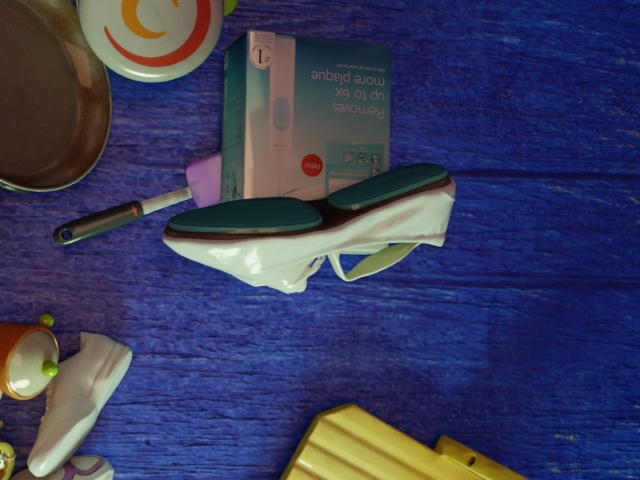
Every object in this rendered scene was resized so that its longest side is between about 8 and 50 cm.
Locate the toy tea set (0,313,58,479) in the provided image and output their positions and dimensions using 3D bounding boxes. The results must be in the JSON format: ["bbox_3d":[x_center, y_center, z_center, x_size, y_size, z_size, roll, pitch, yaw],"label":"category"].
[{"bbox_3d":[-0.418,0.244,1.233,0.124,0.200,0.336,12,99,26],"label":"toy tea set"}]

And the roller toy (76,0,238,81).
[{"bbox_3d":[-0.236,-0.322,1.356,0.209,0.146,0.191,24,104,-24],"label":"roller toy"}]

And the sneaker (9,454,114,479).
[{"bbox_3d":[-0.397,0.408,1.340,0.305,0.114,0.152,-37,119,-14],"label":"sneaker"}]

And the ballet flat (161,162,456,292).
[{"bbox_3d":[0.000,0.000,1.292,0.400,0.139,0.139,-13,90,-20],"label":"ballet flat"}]

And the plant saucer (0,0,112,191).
[{"bbox_3d":[-0.400,-0.211,1.301,0.310,0.050,0.310,25,58,-49],"label":"plant saucer"}]

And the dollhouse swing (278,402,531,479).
[{"bbox_3d":[0.123,0.432,1.357,0.305,0.315,0.347,35,81,-29],"label":"dollhouse swing"}]

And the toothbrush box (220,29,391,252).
[{"bbox_3d":[-0.023,-0.130,1.412,0.216,0.126,0.295,3,88,-20],"label":"toothbrush box"}]

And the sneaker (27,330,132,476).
[{"bbox_3d":[-0.345,0.215,1.347,0.094,0.080,0.212,26,54,5],"label":"sneaker"}]

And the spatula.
[{"bbox_3d":[-0.232,-0.053,1.410,0.296,0.030,0.084,-20,93,-21],"label":"spatula"}]

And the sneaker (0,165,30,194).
[{"bbox_3d":[-0.477,-0.203,1.331,0.295,0.124,0.178,33,91,-8],"label":"sneaker"}]
